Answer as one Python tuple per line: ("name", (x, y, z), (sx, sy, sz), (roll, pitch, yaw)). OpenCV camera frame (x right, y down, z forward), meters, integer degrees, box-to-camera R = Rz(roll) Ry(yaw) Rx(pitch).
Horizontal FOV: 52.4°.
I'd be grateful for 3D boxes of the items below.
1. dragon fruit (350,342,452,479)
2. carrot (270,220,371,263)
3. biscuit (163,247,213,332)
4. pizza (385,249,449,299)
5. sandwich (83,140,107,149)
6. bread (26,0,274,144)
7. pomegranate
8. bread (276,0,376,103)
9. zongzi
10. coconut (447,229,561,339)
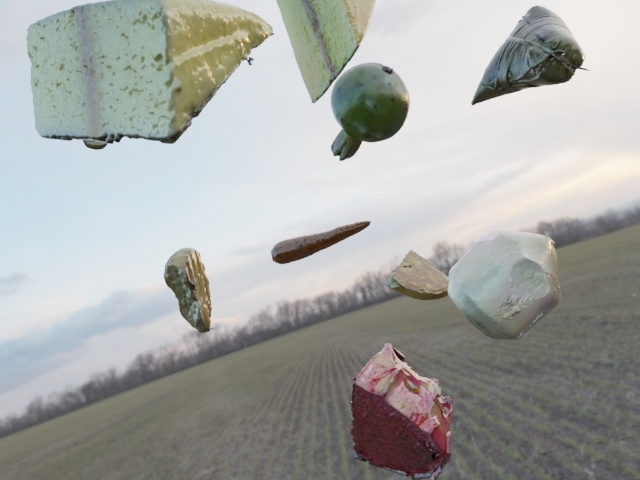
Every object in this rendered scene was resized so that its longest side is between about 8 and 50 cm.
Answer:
("dragon fruit", (0.141, 0.269, 0.986), (0.126, 0.161, 0.274), (-47, -30, -31))
("carrot", (0.000, 0.000, 1.301), (0.216, 0.048, 0.048), (-18, -6, 10))
("biscuit", (-0.235, 0.082, 1.156), (0.061, 0.118, 0.183), (-8, -44, 2))
("pizza", (0.223, 0.086, 1.478), (0.175, 0.134, 0.046), (13, -50, -18))
("sandwich", (-0.445, -0.237, 1.334), (0.093, 0.104, 0.036), (1, 1, -14))
("bread", (-0.170, -0.174, 0.689), (0.240, 0.135, 0.178), (6, 14, 36))
("pomegranate", (0.102, -0.300, 1.534), (0.202, 0.202, 0.247), (-10, -41, -54))
("bread", (0.046, -0.364, 1.070), (0.163, 0.263, 0.168), (-4, -23, -32))
("zongzi", (0.279, -0.220, 0.908), (0.178, 0.081, 0.189), (-49, 19, 32))
("coconut", (0.304, 0.065, 1.042), (0.183, 0.171, 0.171), (-46, -13, 13))
